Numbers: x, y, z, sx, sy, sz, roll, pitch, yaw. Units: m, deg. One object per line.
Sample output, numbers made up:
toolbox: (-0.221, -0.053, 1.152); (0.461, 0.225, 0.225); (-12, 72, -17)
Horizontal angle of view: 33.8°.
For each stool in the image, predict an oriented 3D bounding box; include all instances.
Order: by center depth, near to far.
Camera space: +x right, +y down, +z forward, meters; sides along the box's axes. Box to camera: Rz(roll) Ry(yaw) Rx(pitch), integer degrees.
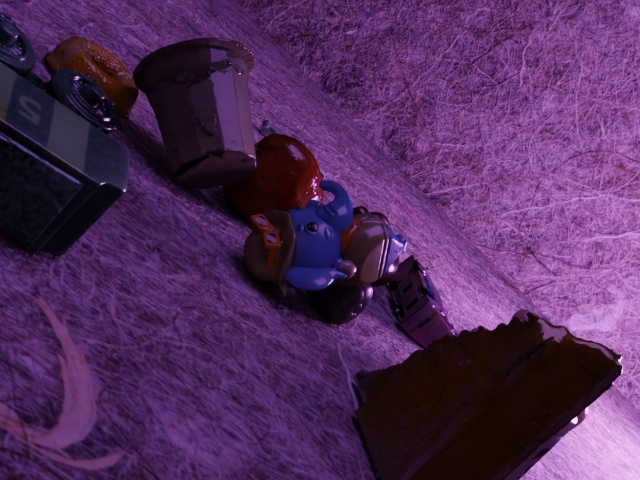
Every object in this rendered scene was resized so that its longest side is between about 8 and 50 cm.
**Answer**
stool: (0.027, 0.082, 1.788); (0.110, 0.096, 0.096); (44, 12, 21)

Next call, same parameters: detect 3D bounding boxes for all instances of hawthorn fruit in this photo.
hawthorn fruit: (-0.082, -0.101, 1.891); (0.189, 0.189, 0.189); (40, 13, -11)

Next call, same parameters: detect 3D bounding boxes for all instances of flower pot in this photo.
flower pot: (-0.197, -0.208, 1.768); (0.212, 0.212, 0.202); (22, 51, -58)

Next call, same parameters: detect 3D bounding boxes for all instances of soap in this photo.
soap: (0.217, 0.182, 1.480); (0.169, 0.339, 0.304); (39, 15, -26)

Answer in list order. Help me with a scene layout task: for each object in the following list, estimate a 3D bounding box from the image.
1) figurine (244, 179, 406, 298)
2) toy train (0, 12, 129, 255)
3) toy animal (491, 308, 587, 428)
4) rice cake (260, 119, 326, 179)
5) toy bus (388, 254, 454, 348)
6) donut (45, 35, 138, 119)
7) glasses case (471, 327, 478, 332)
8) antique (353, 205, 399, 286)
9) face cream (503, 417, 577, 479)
figurine: (0.000, 0.004, 1.702); (0.262, 0.154, 0.180); (-16, 69, -33)
toy train: (-0.354, -0.122, 1.179); (0.299, 0.167, 0.238); (35, 25, -27)
toy animal: (0.364, 0.284, 1.938); (0.221, 0.210, 0.229); (55, 0, 37)
rice cake: (-0.069, -0.222, 2.621); (0.211, 0.034, 0.043); (41, 21, -9)
toy bus: (0.207, 0.127, 2.203); (0.112, 0.090, 0.274); (49, 12, -17)
donut: (-0.382, -0.283, 1.794); (0.162, 0.065, 0.178); (48, 13, 18)
glasses case: (0.382, 0.260, 2.378); (0.081, 0.051, 0.204); (38, 14, -17)
antique: (0.076, 0.019, 2.093); (0.257, 0.121, 0.143); (18, 55, -68)
face cream: (0.272, 0.279, 1.671); (0.201, 0.187, 0.201); (41, 13, -11)
